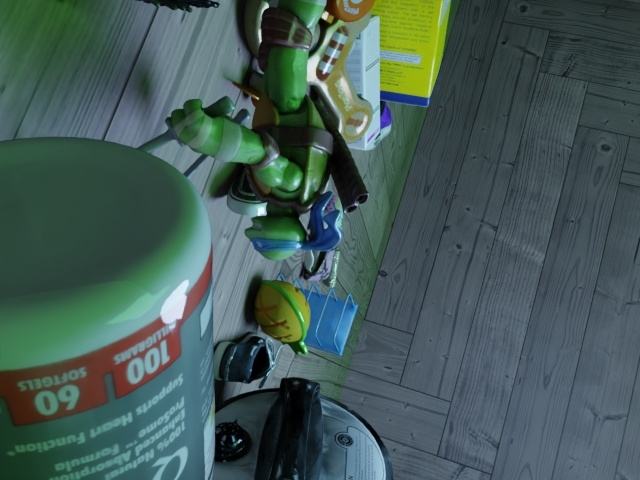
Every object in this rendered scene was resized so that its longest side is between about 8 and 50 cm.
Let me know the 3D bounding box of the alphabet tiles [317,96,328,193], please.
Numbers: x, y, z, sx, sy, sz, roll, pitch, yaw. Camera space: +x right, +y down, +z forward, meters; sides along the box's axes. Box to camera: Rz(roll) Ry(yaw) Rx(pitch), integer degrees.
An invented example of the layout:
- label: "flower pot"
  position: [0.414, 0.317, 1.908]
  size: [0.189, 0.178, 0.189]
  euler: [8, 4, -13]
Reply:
- label: "alphabet tiles"
  position: [0.007, -0.216, 1.317]
  size: [0.278, 0.021, 0.284]
  euler: [-58, 160, -59]

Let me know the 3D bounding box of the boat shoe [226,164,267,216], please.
- label: "boat shoe"
  position: [-0.087, -0.109, 0.931]
  size: [0.219, 0.077, 0.070]
  euler: [-69, 170, -59]

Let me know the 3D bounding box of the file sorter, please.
- label: "file sorter"
  position: [-0.024, 0.153, 1.297]
  size: [0.104, 0.170, 0.118]
  euler: [70, 37, -63]

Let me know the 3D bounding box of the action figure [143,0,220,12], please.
- label: "action figure"
  position: [-0.091, -0.330, 0.489]
  size: [0.164, 0.140, 0.276]
  euler: [-43, 150, -64]

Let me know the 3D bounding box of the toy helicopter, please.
- label: "toy helicopter"
  position: [-0.007, -0.249, 0.910]
  size: [0.235, 0.140, 0.355]
  euler: [-48, 147, -6]

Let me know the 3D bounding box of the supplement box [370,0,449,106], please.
- label: "supplement box"
  position: [0.156, -0.479, 1.211]
  size: [0.357, 0.195, 0.194]
  euler: [90, 16, -46]

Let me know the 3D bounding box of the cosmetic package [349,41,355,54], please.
- label: "cosmetic package"
  position: [0.014, -0.407, 0.976]
  size: [0.117, 0.085, 0.231]
  euler: [-62, 163, -46]

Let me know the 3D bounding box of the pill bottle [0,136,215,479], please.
- label: "pill bottle"
  position: [-0.184, 0.126, 0.460]
  size: [0.210, 0.210, 0.363]
  euler: [-59, 160, -51]

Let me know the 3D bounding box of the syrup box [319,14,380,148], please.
- label: "syrup box"
  position: [0.056, -0.302, 1.169]
  size: [0.096, 0.093, 0.237]
  euler: [-51, 145, -53]

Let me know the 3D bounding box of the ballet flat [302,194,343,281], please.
- label: "ballet flat"
  position: [0.000, 0.000, 1.458]
  size: [0.079, 0.076, 0.222]
  euler: [-13, 120, -54]

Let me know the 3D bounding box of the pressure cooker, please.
- label: "pressure cooker"
  position: [-0.068, 0.461, 1.028]
  size: [0.375, 0.370, 0.421]
  euler: [-14, 124, -37]

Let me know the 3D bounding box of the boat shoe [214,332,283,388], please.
- label: "boat shoe"
  position: [-0.125, 0.222, 1.137]
  size: [0.254, 0.079, 0.095]
  euler: [51, 54, -75]

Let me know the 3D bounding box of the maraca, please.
- label: "maraca"
  position: [-0.071, 0.151, 1.181]
  size: [0.099, 0.127, 0.186]
  euler: [-35, 137, -26]

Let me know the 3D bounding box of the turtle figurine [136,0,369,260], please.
- label: "turtle figurine"
  position: [-0.089, -0.127, 0.564]
  size: [0.198, 0.274, 0.266]
  euler: [16, 86, -64]

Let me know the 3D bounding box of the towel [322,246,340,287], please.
- label: "towel"
  position: [0.018, 0.059, 1.568]
  size: [0.148, 0.027, 0.110]
  euler: [-140, -123, -74]

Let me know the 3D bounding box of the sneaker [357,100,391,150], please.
- label: "sneaker"
  position: [0.124, -0.326, 1.474]
  size: [0.293, 0.102, 0.146]
  euler: [-64, 164, -61]
